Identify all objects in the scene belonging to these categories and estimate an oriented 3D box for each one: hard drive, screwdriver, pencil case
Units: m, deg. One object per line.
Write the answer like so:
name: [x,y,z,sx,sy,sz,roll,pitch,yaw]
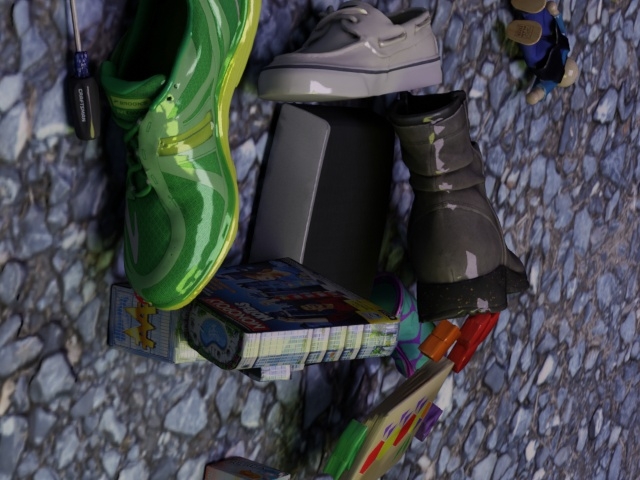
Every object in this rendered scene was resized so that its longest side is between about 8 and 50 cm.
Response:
hard drive: [0.000,0.000,1.611,0.172,0.054,0.254,-3,106,-58]
screwdriver: [-0.181,-0.155,1.276,0.024,0.025,0.169,-32,130,-49]
pencil case: [0.082,0.093,1.779,0.151,0.065,0.070,49,46,-54]

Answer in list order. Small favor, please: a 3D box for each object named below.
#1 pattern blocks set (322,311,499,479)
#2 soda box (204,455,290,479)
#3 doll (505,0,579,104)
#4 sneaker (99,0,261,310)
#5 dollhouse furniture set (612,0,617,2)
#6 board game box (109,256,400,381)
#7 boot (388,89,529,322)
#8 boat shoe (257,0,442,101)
pattern blocks set: [0.067,0.192,1.703,0.285,0.026,0.325,-61,164,18]
soda box: [-0.082,0.301,1.607,0.058,0.063,0.183,-7,109,-58]
doll: [0.255,-0.217,1.936,0.189,0.046,0.129,34,65,-65]
sneaker: [-0.127,-0.093,1.332,0.123,0.109,0.295,1,96,-49]
dollhouse furniture set: [0.360,-0.385,1.832,0.212,0.242,0.161,-57,158,-26]
board game box: [-0.067,0.071,1.414,0.194,0.194,0.060,-4,106,-29]
boot: [0.139,-0.047,1.713,0.338,0.118,0.222,-44,124,-86]
boat shoe: [0.031,-0.175,1.548,0.267,0.096,0.088,-14,102,-52]
